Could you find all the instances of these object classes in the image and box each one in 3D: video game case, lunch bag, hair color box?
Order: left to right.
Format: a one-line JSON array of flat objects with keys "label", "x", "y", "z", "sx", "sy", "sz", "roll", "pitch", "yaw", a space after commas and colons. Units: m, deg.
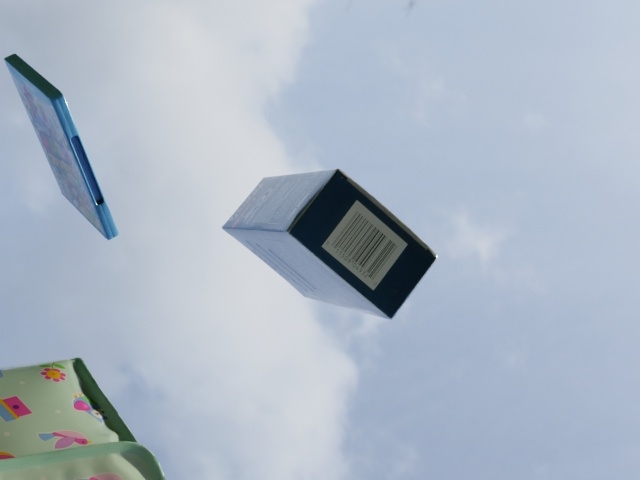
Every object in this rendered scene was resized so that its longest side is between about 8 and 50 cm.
[{"label": "lunch bag", "x": -0.253, "y": 0.225, "z": 0.861, "sx": 0.223, "sy": 0.160, "sz": 0.262, "roll": -2, "pitch": -149, "yaw": -37}, {"label": "video game case", "x": -0.252, "y": -0.090, "z": 1.029, "sx": 0.015, "sy": 0.166, "sz": 0.119, "roll": -31, "pitch": -139, "yaw": -20}, {"label": "hair color box", "x": 0.000, "y": 0.000, "z": 1.402, "sx": 0.105, "sy": 0.174, "sz": 0.347, "roll": -52, "pitch": -165, "yaw": -11}]
